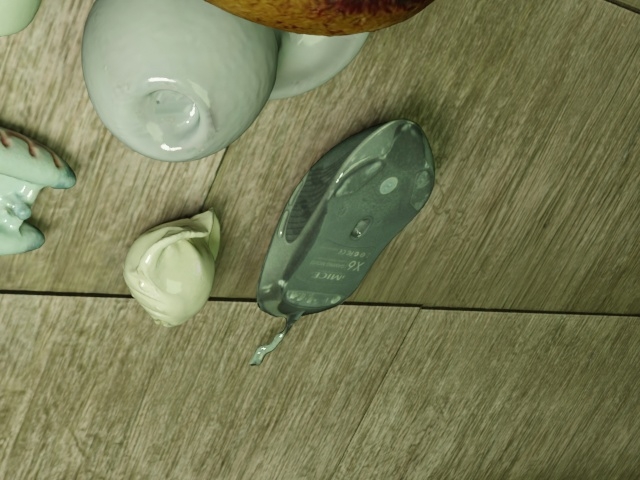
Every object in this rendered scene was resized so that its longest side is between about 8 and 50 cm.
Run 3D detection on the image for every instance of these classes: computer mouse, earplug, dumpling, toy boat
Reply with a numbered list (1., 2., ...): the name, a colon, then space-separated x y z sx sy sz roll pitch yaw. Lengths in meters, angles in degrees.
1. computer mouse: 0.000 0.000 1.341 0.167 0.090 0.379 13 119 -45
2. earplug: -0.079 -0.195 1.042 0.325 0.175 0.214 -37 136 -29
3. dumpling: -0.152 0.021 1.219 0.134 0.100 0.169 -49 144 -20
4. toy boat: -0.328 -0.043 1.031 0.207 0.079 0.134 18 113 -49

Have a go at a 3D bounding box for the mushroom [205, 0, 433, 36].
1. mushroom: -0.012 -0.318 0.914 0.345 0.345 0.239 -41 179 -7

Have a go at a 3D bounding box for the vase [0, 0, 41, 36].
1. vase: -0.277 -0.287 0.844 0.128 0.128 0.248 -12 120 -34
